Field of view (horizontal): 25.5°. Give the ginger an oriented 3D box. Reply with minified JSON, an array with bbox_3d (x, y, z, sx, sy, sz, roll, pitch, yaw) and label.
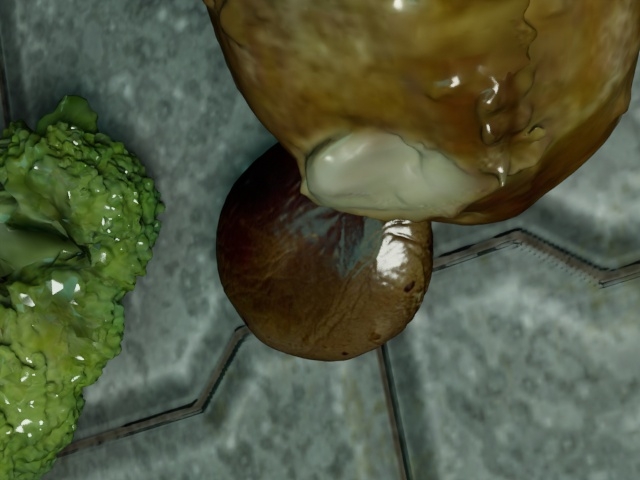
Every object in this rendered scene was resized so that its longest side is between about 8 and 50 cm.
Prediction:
[{"bbox_3d":[0.009,-0.146,0.476,0.176,0.254,0.418,17,139,25],"label":"ginger"}]

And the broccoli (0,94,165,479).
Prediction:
[{"bbox_3d":[-0.213,0.009,0.738,0.254,0.186,0.302,4,106,-2],"label":"broccoli"}]

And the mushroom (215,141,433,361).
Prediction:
[{"bbox_3d":[0.000,0.000,0.679,0.123,0.052,0.123,-1,89,38],"label":"mushroom"}]
